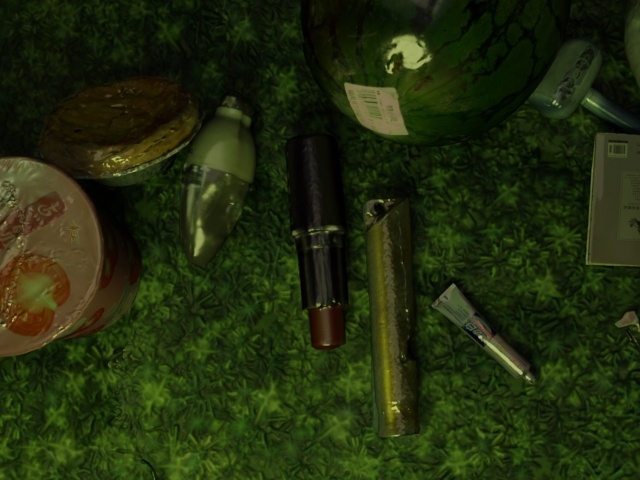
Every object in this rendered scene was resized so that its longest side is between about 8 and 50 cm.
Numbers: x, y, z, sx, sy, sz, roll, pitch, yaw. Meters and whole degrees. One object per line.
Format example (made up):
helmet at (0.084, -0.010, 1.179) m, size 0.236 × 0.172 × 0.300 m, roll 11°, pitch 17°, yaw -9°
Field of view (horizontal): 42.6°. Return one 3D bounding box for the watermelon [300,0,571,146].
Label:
watermelon at (0.145, -0.297, 1.031) m, size 0.363 × 0.363 × 0.363 m, roll -1°, pitch 82°, yaw 4°

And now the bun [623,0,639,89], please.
bun at (0.577, -0.290, 1.063) m, size 0.355 × 0.194 × 0.354 m, roll -1°, pitch 81°, yaw 6°

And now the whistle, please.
whistle at (0.096, 0.100, 1.114) m, size 0.068 × 0.057 × 0.326 m, roll -3°, pitch 81°, yaw 4°

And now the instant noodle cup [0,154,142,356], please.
instant noodle cup at (-0.363, 0.032, 1.073) m, size 0.243 × 0.231 × 0.242 m, roll -1°, pitch 81°, yaw 5°

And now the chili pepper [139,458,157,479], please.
chili pepper at (-0.266, 0.434, 1.091) m, size 0.122 × 0.065 × 0.278 m, roll 36°, pitch 90°, yaw 5°

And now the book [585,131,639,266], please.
book at (0.431, -0.054, 1.116) m, size 0.127 × 0.014 × 0.181 m, roll 3°, pitch 92°, yaw 4°

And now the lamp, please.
lamp at (-0.145, -0.085, 1.140) m, size 0.101 × 0.101 × 0.250 m, roll 16°, pitch 87°, yaw 7°

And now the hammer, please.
hammer at (0.392, -0.189, 1.134) m, size 0.194 × 0.069 × 0.116 m, roll 33°, pitch 85°, yaw 0°

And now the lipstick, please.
lipstick at (0.000, 0.000, 1.125) m, size 0.081 × 0.081 × 0.299 m, roll -7°, pitch 80°, yaw 4°

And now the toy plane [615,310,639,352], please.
toy plane at (0.448, 0.143, 1.094) m, size 0.049 × 0.031 × 0.120 m, roll -36°, pitch 84°, yaw 8°

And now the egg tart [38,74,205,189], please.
egg tart at (-0.271, -0.143, 1.133) m, size 0.234 × 0.094 × 0.234 m, roll -8°, pitch 39°, yaw 6°

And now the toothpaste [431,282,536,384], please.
toothpaste at (0.226, 0.131, 1.114) m, size 0.170 × 0.028 × 0.045 m, roll 44°, pitch 94°, yaw 11°
